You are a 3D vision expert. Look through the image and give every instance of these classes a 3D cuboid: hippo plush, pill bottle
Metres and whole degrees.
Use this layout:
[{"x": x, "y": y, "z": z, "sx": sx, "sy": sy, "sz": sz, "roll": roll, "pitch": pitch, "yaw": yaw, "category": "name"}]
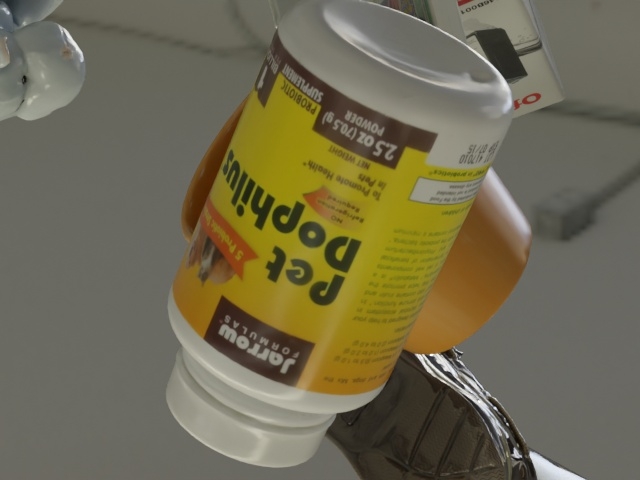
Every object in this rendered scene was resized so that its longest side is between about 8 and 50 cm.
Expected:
[{"x": -0.406, "y": -0.261, "z": 2.109, "sx": 0.294, "sy": 0.234, "sz": 0.236, "roll": -6, "pitch": -145, "yaw": -35, "category": "hippo plush"}, {"x": 0.000, "y": 0.000, "z": 0.840, "sx": 0.117, "sy": 0.215, "sz": 0.117, "roll": 20, "pitch": -156, "yaw": -9, "category": "pill bottle"}]

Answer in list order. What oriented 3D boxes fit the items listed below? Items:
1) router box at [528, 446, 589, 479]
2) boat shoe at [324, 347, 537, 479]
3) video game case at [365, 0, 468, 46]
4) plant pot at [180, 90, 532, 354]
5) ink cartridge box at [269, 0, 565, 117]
[{"x": 0.212, "y": 0.291, "z": 1.487, "sx": 0.243, "sy": 0.081, "sz": 0.309, "roll": 30, "pitch": -164, "yaw": -14, "category": "router box"}, {"x": 0.043, "y": 0.111, "z": 1.404, "sx": 0.130, "sy": 0.132, "sz": 0.355, "roll": 30, "pitch": -162, "yaw": -51, "category": "boat shoe"}, {"x": 0.039, "y": -0.217, "z": 1.231, "sx": 0.023, "sy": 0.201, "sz": 0.183, "roll": -26, "pitch": -149, "yaw": -13, "category": "video game case"}, {"x": 0.039, "y": -0.023, "z": 1.221, "sx": 0.205, "sy": 0.188, "sz": 0.205, "roll": -40, "pitch": -156, "yaw": 22, "category": "plant pot"}, {"x": 0.085, "y": -0.196, "z": 1.547, "sx": 0.197, "sy": 0.273, "sz": 0.114, "roll": -20, "pitch": -118, "yaw": 12, "category": "ink cartridge box"}]
